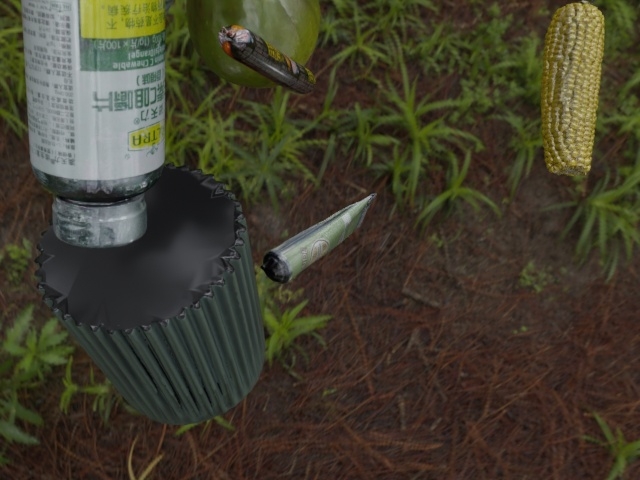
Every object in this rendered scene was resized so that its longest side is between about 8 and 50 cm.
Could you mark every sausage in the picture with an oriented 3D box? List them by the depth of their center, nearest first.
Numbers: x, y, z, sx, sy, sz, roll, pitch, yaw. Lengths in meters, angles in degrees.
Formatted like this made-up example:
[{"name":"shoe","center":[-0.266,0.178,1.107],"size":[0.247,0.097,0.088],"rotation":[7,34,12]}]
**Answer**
[{"name":"sausage","center":[-0.038,-0.142,0.721],"size":[0.025,0.198,0.028],"rotation":[-16,84,15]}]

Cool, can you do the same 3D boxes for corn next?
[{"name":"corn","center":[0.422,-0.263,1.522],"size":[0.101,0.101,0.310],"rotation":[8,86,-9]}]

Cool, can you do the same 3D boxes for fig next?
[{"name":"fig","center":[-0.090,-0.302,1.162],"size":[0.181,0.191,0.181],"rotation":[-12,44,12]}]

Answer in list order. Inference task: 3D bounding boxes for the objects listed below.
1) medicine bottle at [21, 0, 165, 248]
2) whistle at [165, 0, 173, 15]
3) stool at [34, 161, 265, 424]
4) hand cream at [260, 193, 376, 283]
[{"name":"medicine bottle","center":[-0.233,-0.142,0.935],"size":[0.141,0.293,0.141],"rotation":[4,23,-2]},{"name":"whistle","center":[-0.338,-0.504,1.637],"size":[0.188,0.405,0.168],"rotation":[27,92,-16]},{"name":"stool","center":[-0.231,0.099,1.354],"size":[0.297,0.330,0.297],"rotation":[-4,52,5]},{"name":"hand cream","center":[0.000,0.000,1.396],"size":[0.235,0.086,0.055],"rotation":[-31,69,-38]}]
